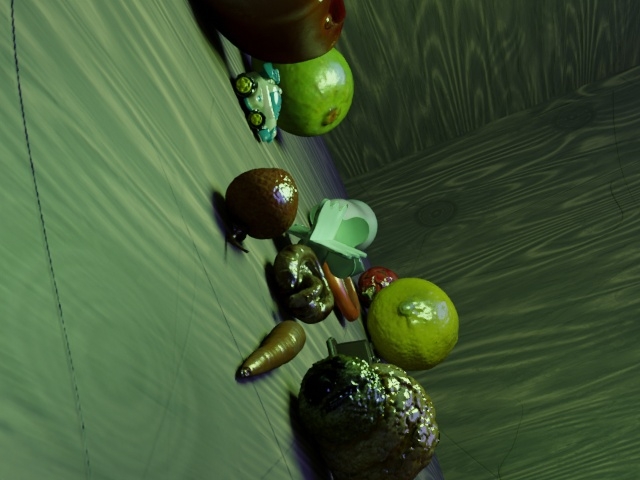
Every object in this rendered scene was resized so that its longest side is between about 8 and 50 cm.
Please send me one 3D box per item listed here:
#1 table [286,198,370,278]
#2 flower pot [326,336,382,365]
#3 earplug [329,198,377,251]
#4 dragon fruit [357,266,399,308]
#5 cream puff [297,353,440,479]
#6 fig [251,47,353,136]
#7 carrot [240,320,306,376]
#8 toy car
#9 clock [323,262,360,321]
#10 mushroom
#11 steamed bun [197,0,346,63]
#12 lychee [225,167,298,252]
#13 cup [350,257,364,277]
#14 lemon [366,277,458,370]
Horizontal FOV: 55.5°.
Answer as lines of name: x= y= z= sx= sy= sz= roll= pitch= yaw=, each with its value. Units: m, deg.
table: x=0.000 y=0.000 z=1.173 sx=0.166 sy=0.167 sz=0.198 roll=69 pitch=14 yaw=5
flower pot: x=0.093 y=0.305 z=1.218 sx=0.250 sy=0.084 sz=0.178 roll=-104 pitch=171 yaw=-49
earplug: x=0.058 y=-0.050 z=1.776 sx=0.301 sy=0.173 sz=0.172 roll=9 pitch=60 yaw=-76
dragon fruit: x=0.218 y=0.184 z=2.251 sx=0.209 sy=0.173 sz=0.172 roll=43 pitch=26 yaw=-61
cream puff: x=0.048 y=0.228 z=0.816 sx=0.169 sy=0.183 sz=0.183 roll=50 pitch=15 yaw=-30
fig: x=-0.066 y=-0.439 z=1.638 sx=0.326 sy=0.258 sz=0.258 roll=51 pitch=4 yaw=10
carrot: x=-0.058 y=0.136 z=0.739 sx=0.216 sy=0.048 sz=0.048 roll=-17 pitch=86 yaw=-78
toy car: x=-0.120 y=-0.306 z=1.348 sx=0.126 sy=0.098 sz=0.161 roll=-32 pitch=99 yaw=-81
clock: x=0.047 y=0.113 z=1.572 sx=0.205 sy=0.051 sz=0.205 roll=-22 pitch=90 yaw=-82
mushroom: x=-0.031 y=0.076 z=0.973 sx=0.135 sy=0.080 sz=0.170 roll=56 pitch=9 yaw=-5
steamed bun: x=-0.134 y=-0.537 z=1.273 sx=0.379 sy=0.248 sz=0.235 roll=54 pitch=4 yaw=16
lychee: x=-0.089 y=-0.047 z=0.841 sx=0.114 sy=0.140 sz=0.101 roll=-20 pitch=-83 yaw=59
cup: x=0.090 y=0.069 z=1.946 sx=0.078 sy=0.077 sz=0.100 roll=55 pitch=15 yaw=-64
lemon: x=0.311 y=0.283 z=2.058 sx=0.336 sy=0.336 sz=0.335 roll=-21 pitch=90 yaw=-83
